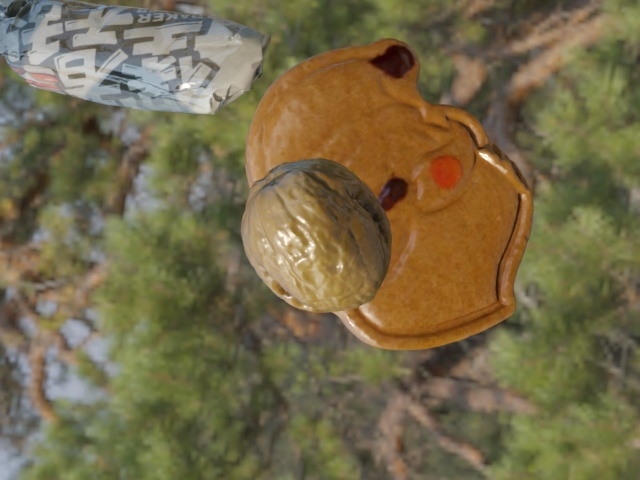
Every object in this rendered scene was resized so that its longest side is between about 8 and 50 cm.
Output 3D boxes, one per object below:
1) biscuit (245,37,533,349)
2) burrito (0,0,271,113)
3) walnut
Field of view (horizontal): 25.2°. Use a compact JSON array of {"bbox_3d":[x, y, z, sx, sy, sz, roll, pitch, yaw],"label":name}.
[{"bbox_3d":[0.095,-0.055,1.966,0.350,0.455,0.078,-43,-1,-12],"label":"biscuit"},{"bbox_3d":[-0.288,-0.251,1.913,0.101,0.445,0.139,52,-131,-72],"label":"burrito"},{"bbox_3d":[0.000,0.000,1.551,0.184,0.155,0.155,53,-162,-21],"label":"walnut"}]
